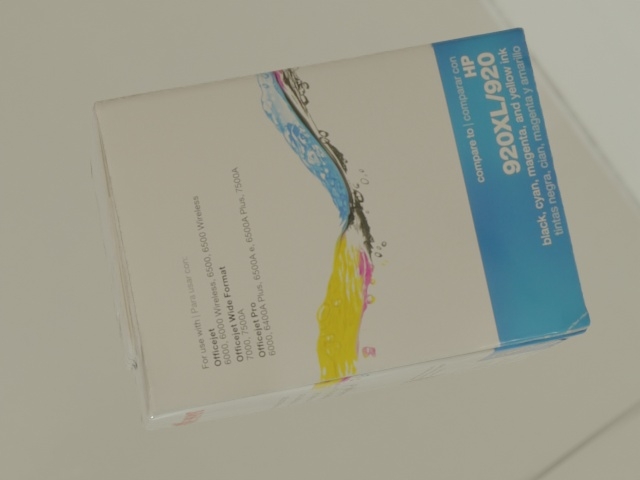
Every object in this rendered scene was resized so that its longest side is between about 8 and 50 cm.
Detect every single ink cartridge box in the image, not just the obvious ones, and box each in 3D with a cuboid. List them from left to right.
[{"bbox_3d":[0.000,0.000,1.017,0.233,0.168,0.171,-11,173,-8],"label":"ink cartridge box"}]
